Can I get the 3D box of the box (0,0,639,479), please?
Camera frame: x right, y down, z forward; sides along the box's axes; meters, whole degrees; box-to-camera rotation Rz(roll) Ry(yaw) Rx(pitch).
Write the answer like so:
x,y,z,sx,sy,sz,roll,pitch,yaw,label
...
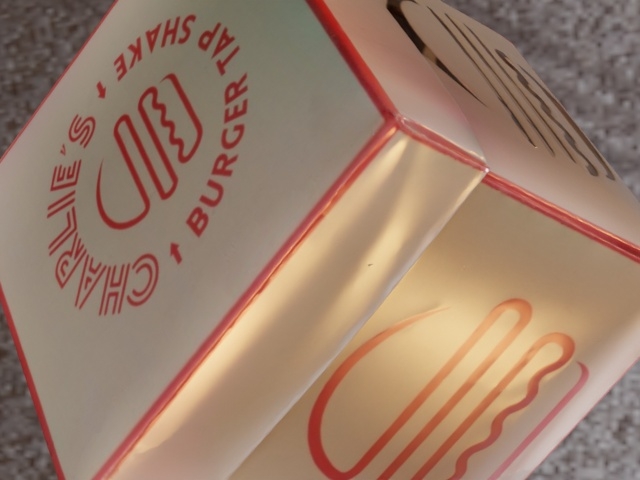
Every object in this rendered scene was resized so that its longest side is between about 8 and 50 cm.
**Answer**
x,y,z,sx,sy,sz,roll,pitch,yaw,label
0.000,0.000,1.119,0.300,0.314,0.312,23,115,-38,box
